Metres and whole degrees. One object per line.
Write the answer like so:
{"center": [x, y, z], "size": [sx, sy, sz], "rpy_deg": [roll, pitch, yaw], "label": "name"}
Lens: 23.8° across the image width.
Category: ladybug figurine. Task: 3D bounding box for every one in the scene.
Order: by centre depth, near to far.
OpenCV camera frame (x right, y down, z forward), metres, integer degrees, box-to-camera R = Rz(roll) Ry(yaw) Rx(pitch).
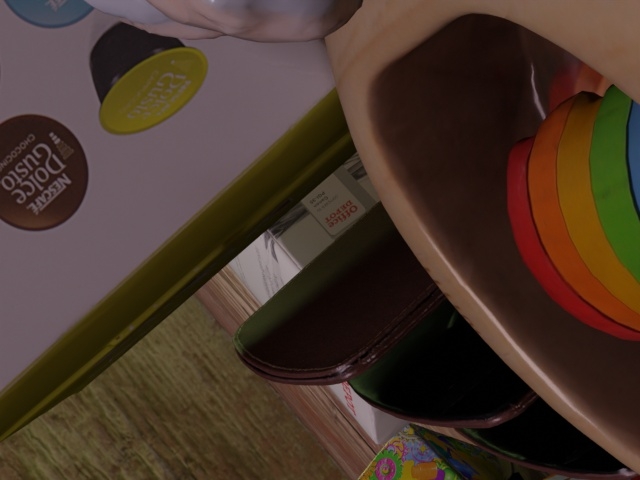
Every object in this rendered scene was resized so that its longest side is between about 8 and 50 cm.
{"center": [0.143, -0.037, 0.466], "size": [0.305, 0.162, 0.449], "rpy_deg": [52, 170, -7], "label": "ladybug figurine"}

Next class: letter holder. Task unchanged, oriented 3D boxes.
{"center": [0.086, 0.057, 0.880], "size": [0.152, 0.214, 0.302], "rpy_deg": [52, 169, -8], "label": "letter holder"}

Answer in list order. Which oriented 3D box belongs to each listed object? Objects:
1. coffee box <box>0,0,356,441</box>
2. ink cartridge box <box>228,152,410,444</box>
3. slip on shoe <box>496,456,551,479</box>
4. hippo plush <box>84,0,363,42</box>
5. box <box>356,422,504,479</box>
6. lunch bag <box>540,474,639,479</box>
{"center": [-0.178, -0.102, 0.825], "size": [0.334, 0.337, 0.338], "rpy_deg": [49, -168, 2], "label": "coffee box"}
{"center": [0.000, 0.000, 1.240], "size": [0.283, 0.117, 0.207], "rpy_deg": [49, 166, 26], "label": "ink cartridge box"}
{"center": [0.174, 0.196, 1.330], "size": [0.135, 0.041, 0.051], "rpy_deg": [45, 168, 27], "label": "slip on shoe"}
{"center": [-0.073, -0.186, 0.354], "size": [0.236, 0.234, 0.294], "rpy_deg": [18, 173, -18], "label": "hippo plush"}
{"center": [0.177, 0.336, 1.346], "size": [0.290, 0.177, 0.279], "rpy_deg": [43, -170, 34], "label": "box"}
{"center": [0.281, 0.256, 1.047], "size": [0.303, 0.115, 0.243], "rpy_deg": [55, 171, -27], "label": "lunch bag"}
